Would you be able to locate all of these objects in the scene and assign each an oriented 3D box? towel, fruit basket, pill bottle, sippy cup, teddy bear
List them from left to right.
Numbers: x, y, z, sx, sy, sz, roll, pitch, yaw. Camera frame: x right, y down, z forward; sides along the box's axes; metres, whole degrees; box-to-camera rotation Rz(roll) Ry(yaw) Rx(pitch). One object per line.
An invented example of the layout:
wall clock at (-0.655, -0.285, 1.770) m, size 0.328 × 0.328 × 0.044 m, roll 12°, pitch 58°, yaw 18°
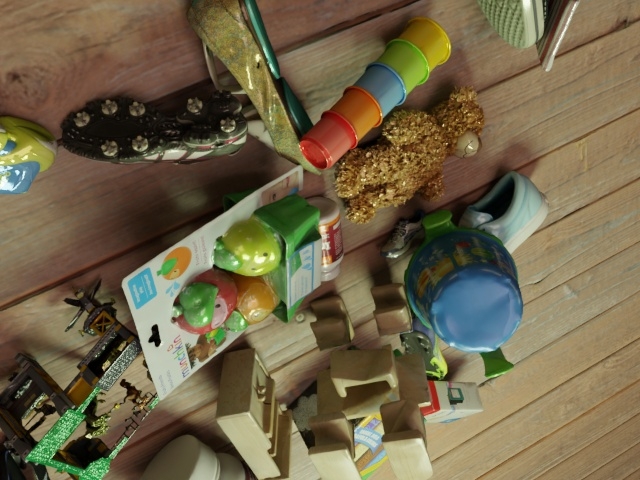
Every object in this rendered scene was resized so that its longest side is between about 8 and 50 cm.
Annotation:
pill bottle at (-0.195, 0.605, 1.346) m, size 0.224 × 0.224 × 0.392 m, roll -42°, pitch 115°, yaw 1°
fruit basket at (-0.145, 0.079, 1.039) m, size 0.353 × 0.165 × 0.327 m, roll -43°, pitch 151°, yaw -35°
pill bottle at (0.000, 0.000, 1.192) m, size 0.086 × 0.086 × 0.152 m, roll -20°, pitch 127°, yaw -17°
teddy bear at (0.176, -0.151, 1.180) m, size 0.338 × 0.113 × 0.245 m, roll -20°, pitch 130°, yaw -17°
sippy cup at (0.286, 0.105, 1.213) m, size 0.305 × 0.224 × 0.240 m, roll 31°, pitch 101°, yaw -2°
towel at (0.399, -0.411, 1.071) m, size 0.029 × 0.197 × 0.144 m, roll 1°, pitch 147°, yaw 0°

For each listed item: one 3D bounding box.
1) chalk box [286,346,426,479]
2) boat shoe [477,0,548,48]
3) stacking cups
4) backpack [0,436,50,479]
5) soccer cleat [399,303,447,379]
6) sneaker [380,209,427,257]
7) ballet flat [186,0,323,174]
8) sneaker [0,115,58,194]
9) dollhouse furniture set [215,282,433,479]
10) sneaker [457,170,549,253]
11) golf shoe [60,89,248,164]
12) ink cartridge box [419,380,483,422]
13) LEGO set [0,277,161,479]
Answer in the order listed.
chalk box at (0.105, 0.382, 1.438) m, size 0.289 × 0.180 × 0.179 m, roll -44°, pitch 130°, yaw 4°
boat shoe at (0.304, -0.540, 0.955) m, size 0.156 × 0.187 × 0.500 m, roll -25°, pitch 124°, yaw -6°
stacking cups at (0.091, -0.239, 1.009) m, size 0.316 × 0.096 × 0.096 m, roll -48°, pitch 135°, yaw -25°
backpack at (-0.581, 0.550, 1.120) m, size 0.213 × 0.276 × 0.263 m, roll -16°, pitch 133°, yaw -14°
soccer cleat at (0.253, 0.245, 1.493) m, size 0.093 × 0.121 × 0.289 m, roll 1°, pitch 148°, yaw 21°
sneaker at (0.173, -0.018, 1.310) m, size 0.135 × 0.052 × 0.058 m, roll -37°, pitch 121°, yaw -13°
ballet flat at (-0.098, -0.234, 0.982) m, size 0.123 × 0.123 × 0.349 m, roll -34°, pitch 131°, yaw -6°
sneaker at (-0.487, -0.123, 0.836) m, size 0.240 × 0.091 × 0.126 m, roll 19°, pitch 110°, yaw -38°
dollhouse furniture set at (0.026, 0.333, 1.263) m, size 0.394 × 0.362 × 0.256 m, roll -13°, pitch 130°, yaw 10°
sneaker at (0.331, -0.001, 1.364) m, size 0.150 × 0.135 × 0.366 m, roll 41°, pitch 87°, yaw -32°
golf shoe at (-0.245, -0.149, 0.945) m, size 0.272 × 0.105 × 0.120 m, roll -4°, pitch 160°, yaw -6°
ink cartridge box at (0.283, 0.413, 1.588) m, size 0.231 × 0.078 × 0.134 m, roll 11°, pitch 147°, yaw -34°
LEGO set at (-0.413, 0.242, 1.089) m, size 0.331 × 0.192 × 0.255 m, roll -55°, pitch 150°, yaw -6°
